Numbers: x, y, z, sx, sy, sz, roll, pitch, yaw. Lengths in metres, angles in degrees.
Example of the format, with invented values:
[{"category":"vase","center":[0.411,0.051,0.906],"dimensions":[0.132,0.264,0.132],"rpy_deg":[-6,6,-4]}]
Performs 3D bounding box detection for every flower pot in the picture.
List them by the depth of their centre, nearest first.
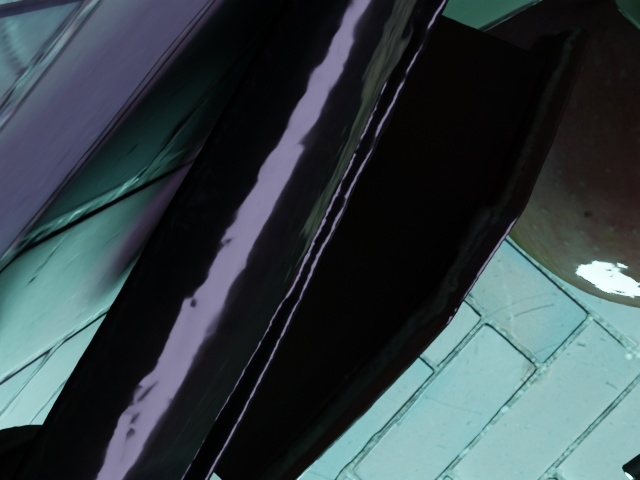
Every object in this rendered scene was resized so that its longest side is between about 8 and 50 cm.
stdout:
[{"category":"flower pot","center":[0.000,0.000,0.786],"dimensions":[0.251,0.084,0.179],"rpy_deg":[-49,-169,45]}]

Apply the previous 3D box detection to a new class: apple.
[{"category":"apple","center":[0.224,-0.086,1.206],"dimensions":[0.306,0.235,0.305],"rpy_deg":[-21,-153,11]}]

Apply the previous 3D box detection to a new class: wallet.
[{"category":"wallet","center":[-0.031,0.019,0.602],"dimensions":[0.321,0.044,0.170],"rpy_deg":[-60,173,8]}]

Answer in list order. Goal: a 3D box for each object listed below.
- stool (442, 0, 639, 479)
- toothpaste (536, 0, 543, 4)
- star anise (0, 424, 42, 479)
[{"category":"stool","center":[0.204,-0.069,0.909],"dimensions":[0.270,0.243,0.170],"rpy_deg":[-31,170,-34]},{"category":"toothpaste","center":[0.147,-0.192,0.981],"dimensions":[0.069,0.047,0.268],"rpy_deg":[-48,178,-35]},{"category":"star anise","center":[-0.156,0.135,0.663],"dimensions":[0.182,0.065,0.195],"rpy_deg":[-52,176,-48]}]
